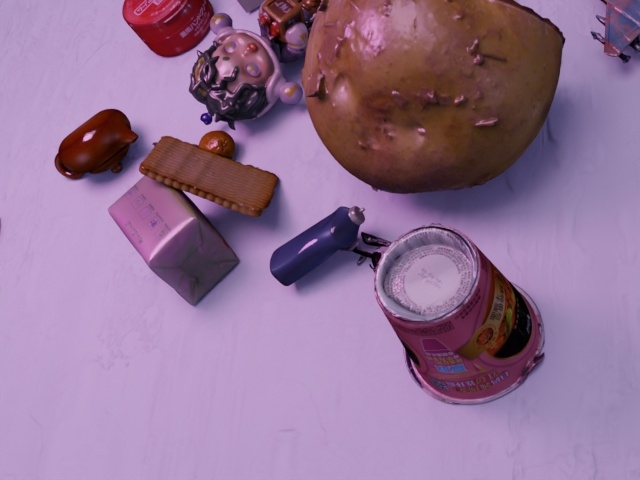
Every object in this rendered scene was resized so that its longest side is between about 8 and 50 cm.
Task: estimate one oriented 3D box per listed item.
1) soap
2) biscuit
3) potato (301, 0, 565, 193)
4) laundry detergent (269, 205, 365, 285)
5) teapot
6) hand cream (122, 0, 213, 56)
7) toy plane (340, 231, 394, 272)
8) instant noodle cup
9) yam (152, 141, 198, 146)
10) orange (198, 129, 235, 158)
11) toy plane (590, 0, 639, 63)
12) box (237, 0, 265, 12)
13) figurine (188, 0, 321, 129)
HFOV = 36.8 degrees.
[{"bbox_3d":[-0.285,-0.009,1.869,0.138,0.182,0.199,-42,51,-1],"label":"soap"},{"bbox_3d":[-0.213,-0.125,1.875,0.255,0.029,0.172,20,28,-1],"label":"biscuit"},{"bbox_3d":[0.167,-0.241,1.640,0.442,0.385,0.319,7,79,45],"label":"potato"},{"bbox_3d":[0.001,0.001,1.746,0.206,0.061,0.096,-34,19,25],"label":"laundry detergent"},{"bbox_3d":[-0.508,-0.199,2.162,0.252,0.135,0.178,-27,14,35],"label":"teapot"},{"bbox_3d":[-0.361,-0.544,2.285,0.193,0.125,0.193,-14,56,22],"label":"hand cream"},{"bbox_3d":[0.113,0.034,1.707,0.197,0.053,0.078,19,64,35],"label":"toy plane"},{"bbox_3d":[0.199,0.106,1.479,0.244,0.255,0.243,-12,58,20],"label":"instant noodle cup"},{"bbox_3d":[-0.317,-0.202,2.112,0.130,0.033,0.027,8,93,38],"label":"yam"},{"bbox_3d":[-0.218,-0.194,2.016,0.085,0.085,0.085,-14,55,21],"label":"orange"},{"bbox_3d":[0.547,-0.434,1.720,0.223,0.104,0.326,-40,46,0],"label":"toy plane"},{"bbox_3d":[-0.124,-0.685,2.245,0.225,0.117,0.225,-27,51,13],"label":"box"},{"bbox_3d":[-0.113,-0.392,2.018,0.382,0.186,0.261,-42,60,-8],"label":"figurine"}]
